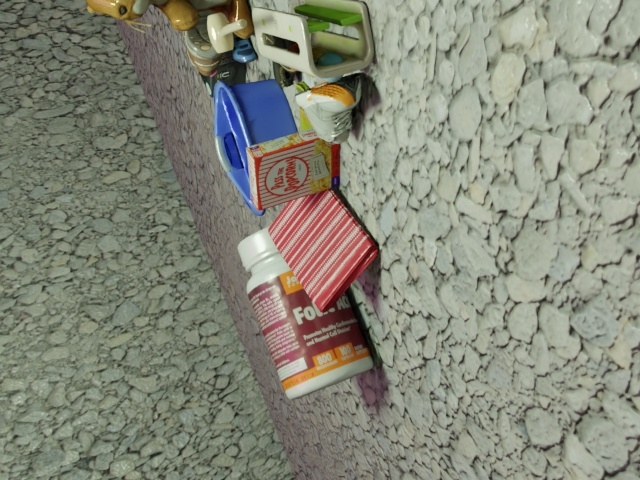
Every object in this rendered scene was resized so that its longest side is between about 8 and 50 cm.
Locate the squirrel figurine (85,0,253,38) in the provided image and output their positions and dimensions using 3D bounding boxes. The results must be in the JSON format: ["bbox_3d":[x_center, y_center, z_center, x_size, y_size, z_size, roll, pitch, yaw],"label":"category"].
[{"bbox_3d":[-0.387,-0.650,2.005,0.281,0.371,0.396,99,148,-58],"label":"squirrel figurine"}]

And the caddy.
[{"bbox_3d":[-0.167,-0.232,2.095,0.241,0.179,0.341,174,78,-74],"label":"caddy"}]

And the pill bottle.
[{"bbox_3d":[-0.043,0.160,2.049,0.224,0.224,0.392,129,121,-70],"label":"pill bottle"}]

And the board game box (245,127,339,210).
[{"bbox_3d":[-0.055,-0.155,1.802,0.146,0.194,0.045,88,157,-45],"label":"board game box"}]

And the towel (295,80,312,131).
[{"bbox_3d":[-0.020,-0.229,1.910,0.102,0.021,0.237,-125,23,-45],"label":"towel"}]

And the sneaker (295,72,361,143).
[{"bbox_3d":[0.034,-0.244,1.631,0.121,0.099,0.262,67,172,-12],"label":"sneaker"}]

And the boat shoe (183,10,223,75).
[{"bbox_3d":[-0.303,-0.552,2.186,0.116,0.123,0.324,98,170,-53],"label":"boat shoe"}]

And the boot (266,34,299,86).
[{"bbox_3d":[-0.064,-0.367,1.821,0.197,0.077,0.137,-107,10,-50],"label":"boot"}]

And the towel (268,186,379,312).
[{"bbox_3d":[0.000,0.000,1.869,0.199,0.031,0.274,-52,50,20],"label":"towel"}]

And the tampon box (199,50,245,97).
[{"bbox_3d":[-0.276,-0.488,2.293,0.120,0.102,0.161,100,147,-59],"label":"tampon box"}]

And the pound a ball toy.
[{"bbox_3d":[-0.063,-0.362,1.582,0.319,0.208,0.135,-143,38,-61],"label":"pound a ball toy"}]

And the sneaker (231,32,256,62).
[{"bbox_3d":[-0.204,-0.499,2.145,0.144,0.053,0.059,58,157,34],"label":"sneaker"}]
